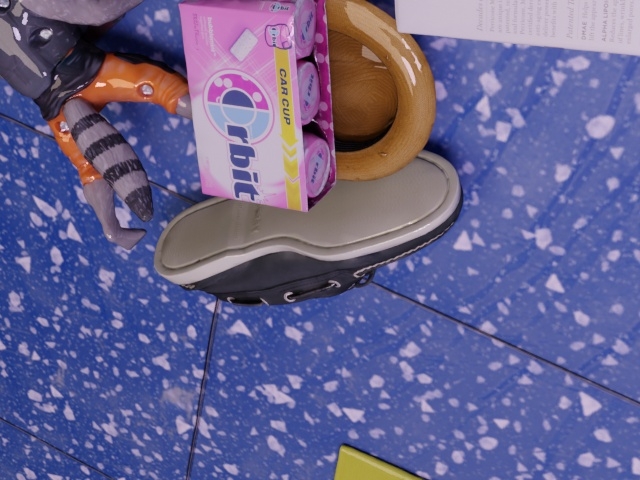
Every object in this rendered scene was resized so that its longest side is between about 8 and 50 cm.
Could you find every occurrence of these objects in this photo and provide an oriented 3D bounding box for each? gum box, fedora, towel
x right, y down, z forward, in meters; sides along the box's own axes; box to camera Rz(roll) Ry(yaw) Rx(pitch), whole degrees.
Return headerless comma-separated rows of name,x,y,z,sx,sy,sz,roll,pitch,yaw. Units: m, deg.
gum box,-0.051,-0.127,0.923,0.107,0.062,0.188,11,123,24
fedora,0.021,-0.146,0.964,0.194,0.079,0.194,14,124,21
towel,0.124,0.314,1.231,0.237,0.021,0.102,21,121,18

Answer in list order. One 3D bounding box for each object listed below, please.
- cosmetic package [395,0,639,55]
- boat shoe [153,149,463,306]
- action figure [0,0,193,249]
cosmetic package,0.182,-0.202,0.816,0.231,0.117,0.085,10,124,26
boat shoe,-0.001,0.004,1.053,0.340,0.127,0.113,-17,139,28
action figure,-0.216,-0.190,1.009,0.330,0.178,0.341,46,127,-4
